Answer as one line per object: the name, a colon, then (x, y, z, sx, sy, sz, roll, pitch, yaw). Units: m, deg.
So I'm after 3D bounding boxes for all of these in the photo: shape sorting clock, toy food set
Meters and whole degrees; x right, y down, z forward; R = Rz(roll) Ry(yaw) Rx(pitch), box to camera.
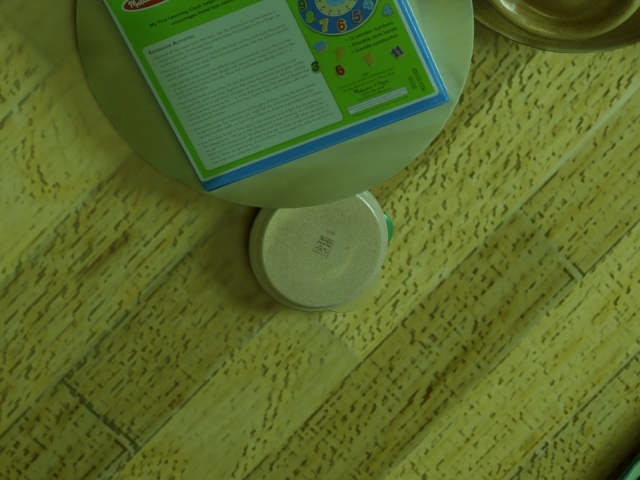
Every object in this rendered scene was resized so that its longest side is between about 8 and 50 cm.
shape sorting clock: (-0.024, -0.111, 1.016, 0.206, 0.040, 0.206, 1, 122, 2)
toy food set: (0.000, 0.000, 1.090, 0.083, 0.020, 0.082, 7, 105, -17)

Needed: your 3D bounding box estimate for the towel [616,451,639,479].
towel: (0.287, 0.207, 1.230, 0.271, 0.040, 0.370, 38, 92, -24)

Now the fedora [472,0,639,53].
fedora: (0.124, -0.167, 1.003, 0.194, 0.079, 0.194, 6, 127, 8)
